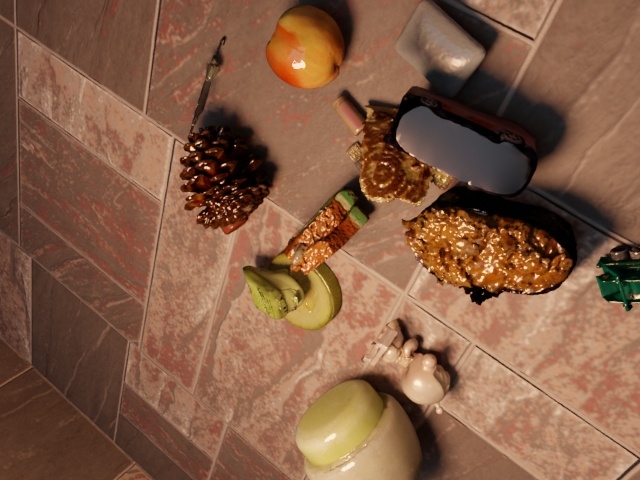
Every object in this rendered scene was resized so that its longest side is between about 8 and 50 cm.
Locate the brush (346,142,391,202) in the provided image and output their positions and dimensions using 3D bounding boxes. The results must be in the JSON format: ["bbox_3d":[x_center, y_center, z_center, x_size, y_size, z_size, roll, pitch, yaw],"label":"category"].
[{"bbox_3d":[0.124,-0.164,1.532,0.043,0.014,0.170,-34,92,41],"label":"brush"}]

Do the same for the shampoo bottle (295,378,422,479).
[{"bbox_3d":[0.111,0.577,1.725,0.322,0.322,0.317,-30,100,42],"label":"shampoo bottle"}]

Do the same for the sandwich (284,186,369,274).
[{"bbox_3d":[0.009,-0.011,1.585,0.109,0.212,0.292,40,119,-6],"label":"sandwich"}]

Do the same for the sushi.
[{"bbox_3d":[0.362,0.028,1.329,0.349,0.207,0.234,14,114,28],"label":"sushi"}]

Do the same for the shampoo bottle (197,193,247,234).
[{"bbox_3d":[-0.315,-0.135,1.833,0.244,0.085,0.085,55,133,3],"label":"shampoo bottle"}]

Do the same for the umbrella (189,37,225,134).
[{"bbox_3d":[-0.301,-0.408,1.643,0.044,0.044,0.269,28,99,54],"label":"umbrella"}]

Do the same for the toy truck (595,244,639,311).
[{"bbox_3d":[0.636,0.078,1.189,0.216,0.116,0.110,-7,110,51],"label":"toy truck"}]

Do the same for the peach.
[{"bbox_3d":[-0.030,-0.432,1.403,0.184,0.184,0.184,17,122,29],"label":"peach"}]

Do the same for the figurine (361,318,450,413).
[{"bbox_3d":[0.242,0.336,1.624,0.257,0.144,0.182,40,128,10],"label":"figurine"}]

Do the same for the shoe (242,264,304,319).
[{"bbox_3d":[-0.135,0.149,1.761,0.262,0.128,0.140,-153,56,-64],"label":"shoe"}]

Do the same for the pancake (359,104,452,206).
[{"bbox_3d":[0.193,-0.196,1.395,0.212,0.056,0.257,-2,79,14],"label":"pancake"}]

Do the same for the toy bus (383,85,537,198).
[{"bbox_3d":[0.291,-0.205,1.268,0.303,0.147,0.127,24,125,9],"label":"toy bus"}]

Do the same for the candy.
[{"bbox_3d":[0.244,-0.394,1.278,0.174,0.071,0.138,45,142,8],"label":"candy"}]

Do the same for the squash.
[{"bbox_3d":[-0.057,0.144,1.807,0.252,0.049,0.252,18,123,30],"label":"squash"}]

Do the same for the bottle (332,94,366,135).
[{"bbox_3d":[0.070,-0.299,1.479,0.096,0.045,0.045,51,133,5],"label":"bottle"}]

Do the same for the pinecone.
[{"bbox_3d":[-0.272,-0.178,1.686,0.246,0.246,0.292,-38,66,43],"label":"pinecone"}]
